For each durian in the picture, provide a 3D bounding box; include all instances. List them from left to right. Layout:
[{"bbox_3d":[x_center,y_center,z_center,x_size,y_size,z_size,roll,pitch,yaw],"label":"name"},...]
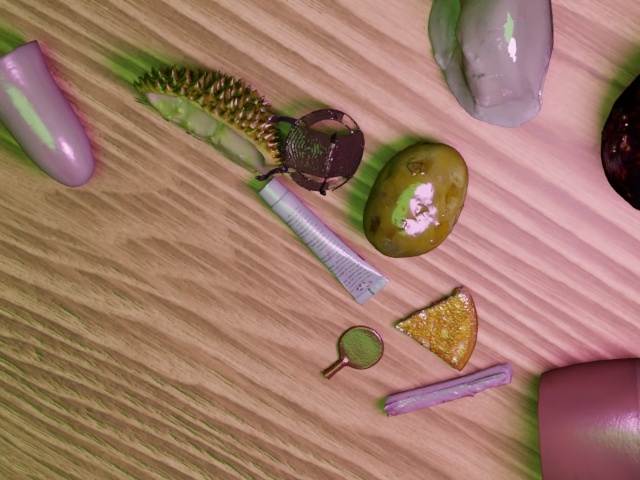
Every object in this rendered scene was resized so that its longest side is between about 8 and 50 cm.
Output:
[{"bbox_3d":[-0.221,-0.250,1.935,0.356,0.157,0.169,29,123,1],"label":"durian"}]

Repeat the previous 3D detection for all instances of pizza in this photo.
[{"bbox_3d":[0.248,0.194,2.028,0.176,0.036,0.184,-7,105,13],"label":"pizza"}]

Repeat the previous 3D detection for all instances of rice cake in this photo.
[{"bbox_3d":[0.268,0.323,2.035,0.290,0.081,0.051,-18,87,13],"label":"rice cake"}]

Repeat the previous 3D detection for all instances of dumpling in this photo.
[{"bbox_3d":[0.343,-0.389,1.792,0.212,0.270,0.320,15,82,-17],"label":"dumpling"}]

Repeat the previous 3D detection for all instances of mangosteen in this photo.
[{"bbox_3d":[0.663,-0.177,1.738,0.293,0.297,0.297,27,107,-4],"label":"mangosteen"}]

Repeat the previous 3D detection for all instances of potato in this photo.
[{"bbox_3d":[0.192,-0.081,1.913,0.186,0.148,0.253,41,99,-19],"label":"potato"}]

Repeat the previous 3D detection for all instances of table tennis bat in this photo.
[{"bbox_3d":[0.068,0.250,2.081,0.155,0.019,0.098,-40,95,14],"label":"table tennis bat"}]

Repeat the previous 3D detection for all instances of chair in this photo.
[{"bbox_3d":[-0.006,-0.174,1.901,0.149,0.213,0.174,18,106,20],"label":"chair"}]

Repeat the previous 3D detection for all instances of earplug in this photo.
[{"bbox_3d":[-0.576,-0.245,1.998,0.172,0.172,0.301,-30,104,15],"label":"earplug"}]

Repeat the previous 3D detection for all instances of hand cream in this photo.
[{"bbox_3d":[0.000,0.000,2.006,0.085,0.058,0.331,-42,97,20],"label":"hand cream"}]

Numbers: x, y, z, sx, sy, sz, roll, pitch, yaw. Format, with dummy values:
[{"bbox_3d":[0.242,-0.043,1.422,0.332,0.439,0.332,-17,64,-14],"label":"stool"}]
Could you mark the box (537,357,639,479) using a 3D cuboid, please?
[{"bbox_3d":[0.551,0.380,1.908,0.216,0.301,0.301,-1,104,17],"label":"box"}]
